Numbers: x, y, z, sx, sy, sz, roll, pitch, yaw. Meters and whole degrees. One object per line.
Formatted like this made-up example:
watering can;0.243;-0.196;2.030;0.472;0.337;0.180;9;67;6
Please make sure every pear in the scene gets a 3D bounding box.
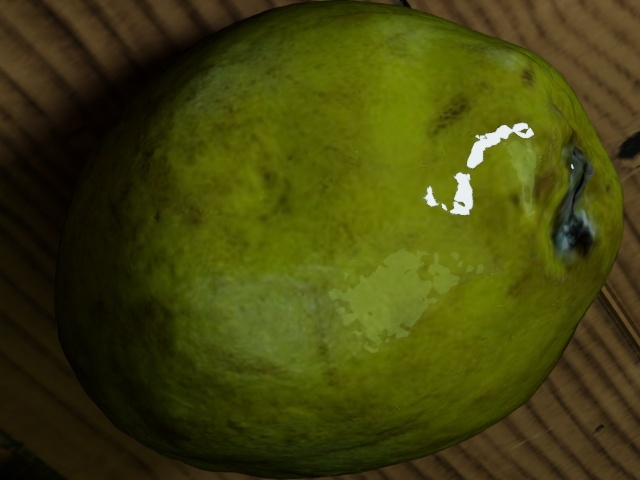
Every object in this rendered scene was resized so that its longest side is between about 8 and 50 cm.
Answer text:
pear;0.000;0.000;1.221;0.413;0.352;0.352;-25;140;24
